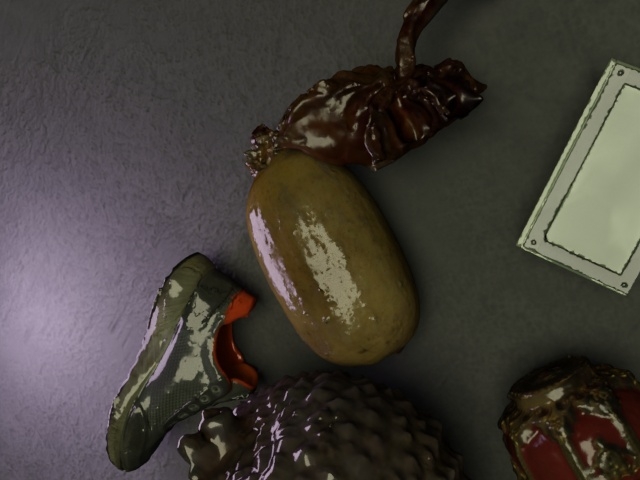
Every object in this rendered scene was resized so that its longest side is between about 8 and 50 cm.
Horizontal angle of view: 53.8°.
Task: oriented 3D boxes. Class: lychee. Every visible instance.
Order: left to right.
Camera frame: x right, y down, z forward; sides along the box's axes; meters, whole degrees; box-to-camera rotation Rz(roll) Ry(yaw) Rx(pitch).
[{"bbox_3d":[0.003,0.350,0.722,0.380,0.380,0.432,-36,104,19],"label":"lychee"}]

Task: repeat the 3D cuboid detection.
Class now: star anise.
[{"bbox_3d":[0.104,-0.192,0.739,0.346,0.237,0.148,-45,108,-3],"label":"star anise"}]

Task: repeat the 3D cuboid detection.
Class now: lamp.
[{"bbox_3d":[0.317,0.269,0.703,0.177,0.177,0.274,-28,84,20],"label":"lamp"}]

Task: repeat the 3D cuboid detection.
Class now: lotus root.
[{"bbox_3d":[0.000,0.000,0.797,0.169,0.151,0.342,-29,88,19],"label":"lotus root"}]

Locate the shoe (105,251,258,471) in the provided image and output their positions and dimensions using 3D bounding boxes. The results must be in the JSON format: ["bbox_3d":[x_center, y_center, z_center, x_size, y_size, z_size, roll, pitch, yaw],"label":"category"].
[{"bbox_3d":[-0.176,0.197,0.903,0.171,0.132,0.336,24,100,6],"label":"shoe"}]

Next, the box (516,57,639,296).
[{"bbox_3d":[0.332,-0.069,0.710,0.130,0.086,0.225,26,104,15],"label":"box"}]
